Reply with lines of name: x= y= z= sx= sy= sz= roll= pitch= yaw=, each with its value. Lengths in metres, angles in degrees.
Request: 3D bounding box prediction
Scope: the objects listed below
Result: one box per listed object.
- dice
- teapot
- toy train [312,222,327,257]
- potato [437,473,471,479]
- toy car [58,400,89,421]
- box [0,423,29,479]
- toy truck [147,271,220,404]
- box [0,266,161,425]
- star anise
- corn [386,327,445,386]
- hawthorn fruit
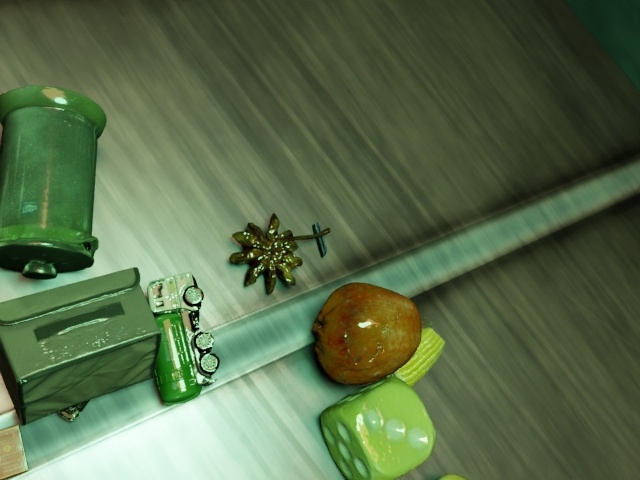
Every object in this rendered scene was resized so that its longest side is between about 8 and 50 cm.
dice: x=0.114 y=0.384 z=1.290 sx=0.166 sy=0.169 sz=0.169 roll=-22 pitch=80 yaw=-30
teapot: x=-0.542 y=-0.092 z=1.198 sx=0.270 sy=0.200 sz=0.337 roll=-5 pitch=71 yaw=2
toy train: x=0.000 y=0.000 z=1.485 sx=0.017 sy=0.017 sz=0.083 roll=-6 pitch=72 yaw=-33
potato: x=0.302 y=0.601 z=1.312 sx=0.150 sy=0.146 sz=0.234 roll=9 pitch=62 yaw=-54
toy car: x=-0.439 y=0.286 z=1.170 sx=0.041 sy=0.025 sz=0.093 roll=36 pitch=52 yaw=-2
box: x=-0.537 y=0.364 z=1.097 sx=0.051 sy=0.023 sz=0.082 roll=-13 pitch=75 yaw=-28
toy truck: x=-0.273 y=0.190 z=1.243 sx=0.124 sy=0.101 sz=0.243 roll=-12 pitch=77 yaw=-15
box: x=-0.424 y=0.184 z=1.116 sx=0.252 sy=0.188 sz=0.153 roll=-16 pitch=60 yaw=-31
star anise: x=-0.097 y=0.006 z=1.409 sx=0.177 sy=0.073 sz=0.234 roll=39 pitch=56 yaw=-9
corn: x=0.213 y=0.264 z=1.447 sx=0.085 sy=0.063 sz=0.165 roll=37 pitch=54 yaw=22
hawthorn fruit: x=0.124 y=0.191 z=1.352 sx=0.298 sy=0.211 sz=0.211 roll=-2 pitch=70 yaw=-25
